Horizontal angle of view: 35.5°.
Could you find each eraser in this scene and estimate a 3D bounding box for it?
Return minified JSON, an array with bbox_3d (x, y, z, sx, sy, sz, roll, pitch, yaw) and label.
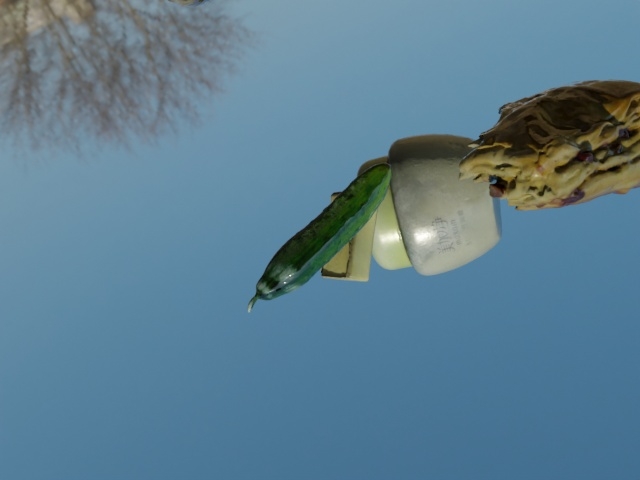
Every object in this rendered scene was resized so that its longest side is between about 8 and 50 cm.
[{"bbox_3d":[0.058,-0.008,1.945,0.058,0.172,0.117,10,175,-28],"label":"eraser"}]

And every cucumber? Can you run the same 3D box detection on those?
[{"bbox_3d":[0.000,0.000,1.227,0.250,0.056,0.056,-43,-157,7],"label":"cucumber"}]

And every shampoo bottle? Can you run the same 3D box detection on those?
[{"bbox_3d":[0.256,-0.086,2.289,0.317,0.322,0.322,-13,-154,9],"label":"shampoo bottle"}]

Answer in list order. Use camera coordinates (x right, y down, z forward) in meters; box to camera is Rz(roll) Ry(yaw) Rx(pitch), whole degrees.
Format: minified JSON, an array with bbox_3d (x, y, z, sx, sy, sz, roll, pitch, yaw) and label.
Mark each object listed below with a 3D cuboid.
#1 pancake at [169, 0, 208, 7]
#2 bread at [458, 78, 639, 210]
[{"bbox_3d":[-0.062,-0.358,1.182,0.294,0.049,0.294,-30,-179,1],"label":"pancake"},{"bbox_3d":[0.385,-0.157,1.624,0.370,0.191,0.314,-12,-170,-29],"label":"bread"}]
